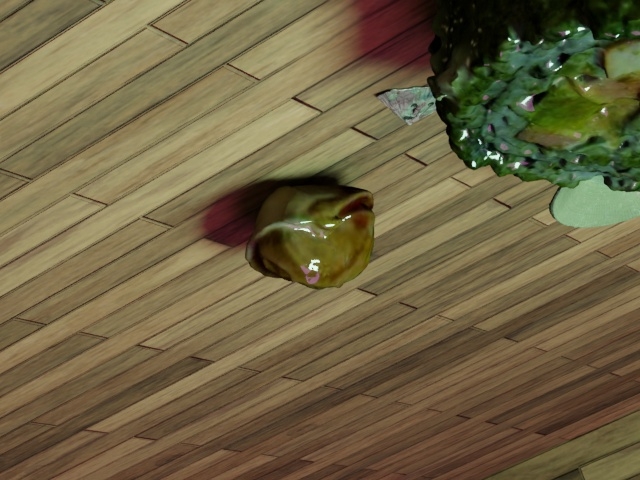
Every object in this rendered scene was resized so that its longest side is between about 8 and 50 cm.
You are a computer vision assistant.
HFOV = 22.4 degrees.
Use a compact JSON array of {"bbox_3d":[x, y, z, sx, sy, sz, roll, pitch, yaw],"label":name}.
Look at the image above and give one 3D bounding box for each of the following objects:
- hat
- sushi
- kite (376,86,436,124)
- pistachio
[{"bbox_3d":[0.361,-0.131,1.843,0.257,0.130,0.257,-16,159,-6],"label":"hat"},{"bbox_3d":[0.253,-0.185,1.506,0.294,0.178,0.352,6,156,-11],"label":"sushi"},{"bbox_3d":[0.123,-0.163,1.742,0.139,0.011,0.156,-10,157,-26],"label":"kite"},{"bbox_3d":[0.000,0.000,1.872,0.165,0.130,0.210,-30,164,19],"label":"pistachio"}]
